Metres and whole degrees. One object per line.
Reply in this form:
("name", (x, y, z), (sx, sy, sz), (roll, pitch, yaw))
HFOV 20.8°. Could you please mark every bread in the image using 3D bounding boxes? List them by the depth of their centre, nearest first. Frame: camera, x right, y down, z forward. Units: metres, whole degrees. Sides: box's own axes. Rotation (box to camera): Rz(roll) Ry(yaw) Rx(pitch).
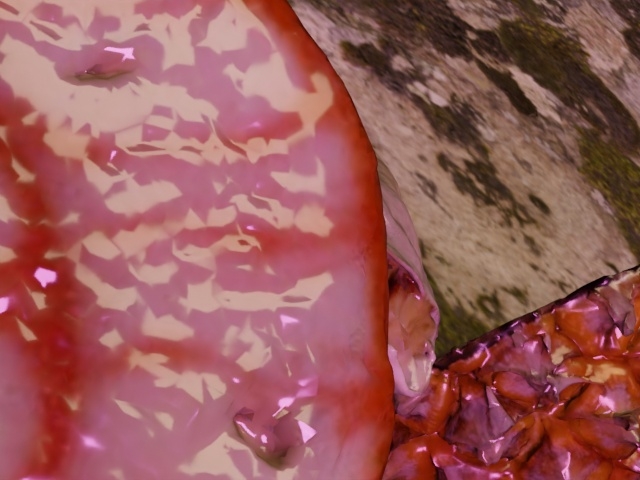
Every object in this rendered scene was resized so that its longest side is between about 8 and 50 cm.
("bread", (-0.143, 0.011, 0.413), (0.327, 0.114, 0.295), (22, 73, -14))

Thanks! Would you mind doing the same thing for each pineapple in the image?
("pineapple", (0.159, 0.159, 0.819), (0.262, 0.262, 0.272), (-13, 77, -53))

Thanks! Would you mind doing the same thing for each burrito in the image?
("burrito", (0.000, 0.000, 0.800), (0.392, 0.076, 0.117), (-116, -168, -81))
